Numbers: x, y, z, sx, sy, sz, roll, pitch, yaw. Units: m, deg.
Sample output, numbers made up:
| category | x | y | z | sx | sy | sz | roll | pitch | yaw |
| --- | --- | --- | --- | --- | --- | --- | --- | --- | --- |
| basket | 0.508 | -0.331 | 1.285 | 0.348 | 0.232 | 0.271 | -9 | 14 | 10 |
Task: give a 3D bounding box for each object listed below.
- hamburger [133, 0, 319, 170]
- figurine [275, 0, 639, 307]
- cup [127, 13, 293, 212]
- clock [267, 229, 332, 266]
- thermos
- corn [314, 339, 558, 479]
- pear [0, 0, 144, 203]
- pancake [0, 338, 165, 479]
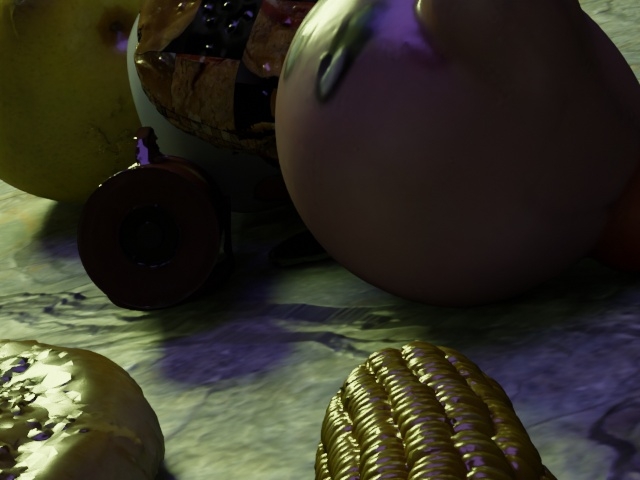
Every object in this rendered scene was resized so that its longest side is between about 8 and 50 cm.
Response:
| category | x | y | z | sx | sy | sz | roll | pitch | yaw |
| --- | --- | --- | --- | --- | --- | --- | --- | --- | --- |
| hamburger | -0.022 | -0.158 | 1.229 | 0.231 | 0.231 | 0.107 | -7 | -20 | 30 |
| figurine | 0.092 | -0.059 | 1.061 | 0.211 | 0.261 | 0.269 | -54 | 34 | 5 |
| cup | 0.023 | -0.150 | 1.386 | 0.317 | 0.212 | 0.212 | -18 | 13 | 17 |
| clock | 0.000 | 0.000 | 1.291 | 0.074 | 0.010 | 0.083 | -10 | 16 | 23 |
| thermos | -0.115 | -0.018 | 1.272 | 0.099 | 0.124 | 0.232 | -13 | 7 | 1 |
| corn | 0.043 | 0.103 | 0.684 | 0.102 | 0.102 | 0.313 | -16 | 15 | 0 |
| pear | -0.215 | -0.163 | 1.636 | 0.285 | 0.285 | 0.336 | -27 | 3 | -36 |
| pancake | -0.266 | 0.140 | 0.908 | 0.387 | 0.082 | 0.387 | -13 | 18 | 4 |
